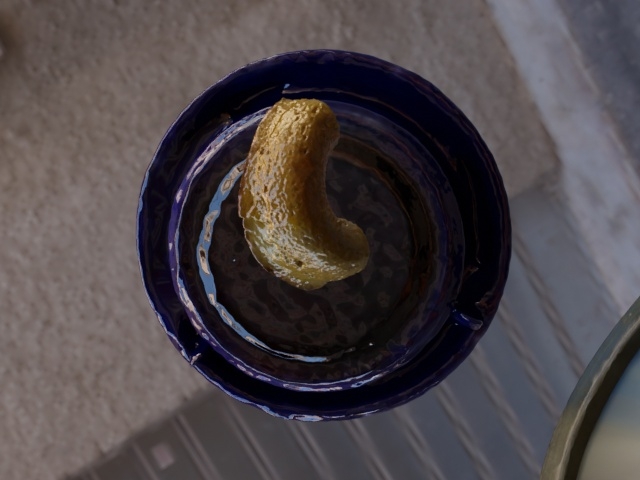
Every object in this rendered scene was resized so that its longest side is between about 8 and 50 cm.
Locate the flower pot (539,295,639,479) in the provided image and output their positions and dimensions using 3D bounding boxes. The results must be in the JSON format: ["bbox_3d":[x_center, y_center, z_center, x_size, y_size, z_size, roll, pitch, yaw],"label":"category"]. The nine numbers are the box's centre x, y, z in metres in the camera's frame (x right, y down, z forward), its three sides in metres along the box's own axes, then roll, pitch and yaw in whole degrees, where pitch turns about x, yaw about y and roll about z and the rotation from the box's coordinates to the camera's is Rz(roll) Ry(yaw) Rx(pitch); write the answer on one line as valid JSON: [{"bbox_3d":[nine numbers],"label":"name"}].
[{"bbox_3d":[0.220,0.122,0.537,0.203,0.212,0.212,37,175,-21],"label":"flower pot"}]

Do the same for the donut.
[{"bbox_3d":[-0.003,-0.023,0.673,0.067,0.083,0.038,27,162,-38],"label":"donut"}]

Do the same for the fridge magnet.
[{"bbox_3d":[0.000,0.000,0.996,0.265,0.265,0.112,60,-171,-5],"label":"fridge magnet"}]
